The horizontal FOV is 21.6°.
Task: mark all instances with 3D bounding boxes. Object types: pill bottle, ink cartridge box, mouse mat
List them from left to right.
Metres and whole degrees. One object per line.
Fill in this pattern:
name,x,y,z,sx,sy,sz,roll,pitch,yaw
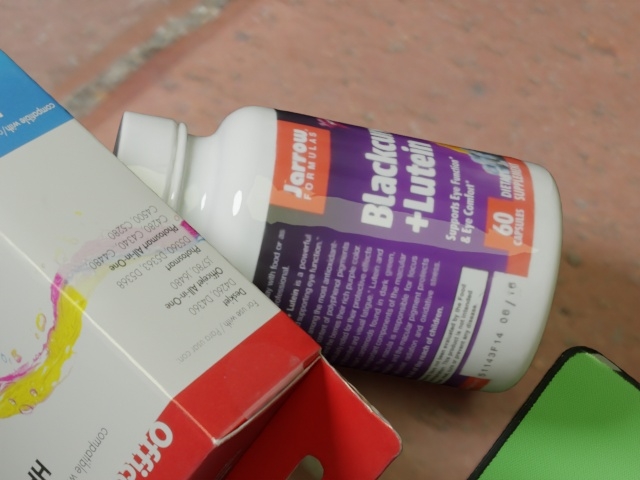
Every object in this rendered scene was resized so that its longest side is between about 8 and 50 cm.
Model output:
ink cartridge box,-0.095,0.053,0.669,0.231,0.134,0.078,42,40,9
pill bottle,0.000,0.000,0.743,0.194,0.108,0.108,11,62,-10
mouse mat,0.128,0.154,0.759,0.153,0.007,0.189,39,60,6
